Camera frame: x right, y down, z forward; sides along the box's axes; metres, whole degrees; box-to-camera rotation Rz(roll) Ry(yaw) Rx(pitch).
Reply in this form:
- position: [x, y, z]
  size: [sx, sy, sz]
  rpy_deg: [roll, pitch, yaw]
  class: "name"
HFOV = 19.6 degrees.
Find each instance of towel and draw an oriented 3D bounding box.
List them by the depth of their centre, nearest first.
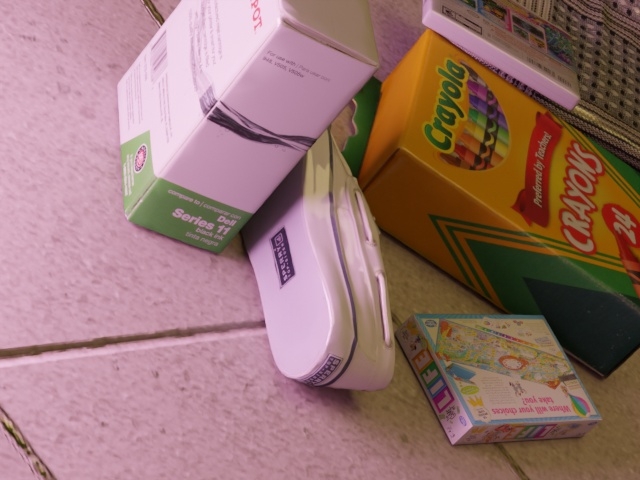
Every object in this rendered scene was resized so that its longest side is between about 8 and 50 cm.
- position: [0.281, -0.206, 1.818]
  size: [0.312, 0.056, 0.324]
  rpy_deg: [28, 43, -9]
  class: "towel"

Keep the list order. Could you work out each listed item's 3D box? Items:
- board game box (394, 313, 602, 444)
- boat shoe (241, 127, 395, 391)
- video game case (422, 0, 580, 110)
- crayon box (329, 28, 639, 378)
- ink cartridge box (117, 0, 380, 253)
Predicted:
- position: [0.139, 0.105, 1.429]
  size: [0.154, 0.026, 0.103]
  rpy_deg: [3, 50, -43]
  class: "board game box"
- position: [0.000, 0.000, 1.364]
  size: [0.084, 0.095, 0.258]
  rpy_deg: [20, 50, -36]
  class: "boat shoe"
- position: [0.160, -0.188, 1.653]
  size: [0.157, 0.019, 0.143]
  rpy_deg: [29, 27, -12]
  class: "video game case"
- position: [0.144, -0.048, 1.556]
  size: [0.318, 0.081, 0.202]
  rpy_deg: [33, 35, -13]
  class: "crayon box"
- position: [-0.056, -0.118, 1.319]
  size: [0.087, 0.208, 0.153]
  rpy_deg: [22, 39, -27]
  class: "ink cartridge box"
